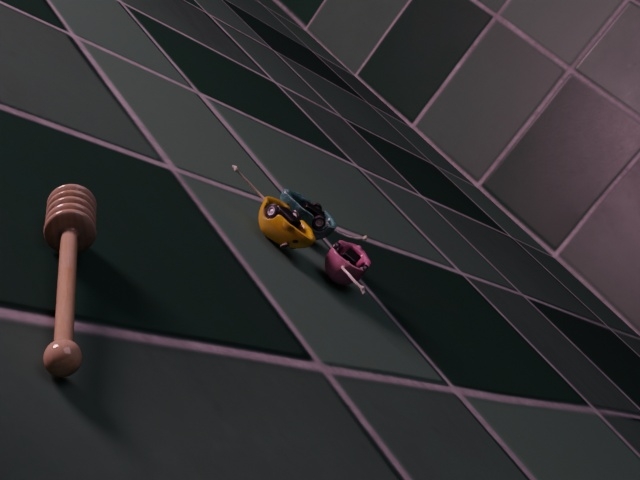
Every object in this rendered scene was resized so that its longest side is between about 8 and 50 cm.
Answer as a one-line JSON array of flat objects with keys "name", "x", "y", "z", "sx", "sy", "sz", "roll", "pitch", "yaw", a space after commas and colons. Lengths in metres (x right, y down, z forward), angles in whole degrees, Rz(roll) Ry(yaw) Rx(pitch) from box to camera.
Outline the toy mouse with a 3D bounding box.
[{"name": "toy mouse", "x": 0.000, "y": 0.000, "z": 0.815, "sx": 0.161, "sy": 0.031, "sz": 0.143, "roll": 45, "pitch": 18, "yaw": 25}]

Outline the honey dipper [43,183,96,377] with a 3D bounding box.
[{"name": "honey dipper", "x": -0.136, "y": 0.018, "z": 0.477, "sx": 0.030, "sy": 0.030, "sz": 0.161, "roll": 29, "pitch": 19, "yaw": -27}]
